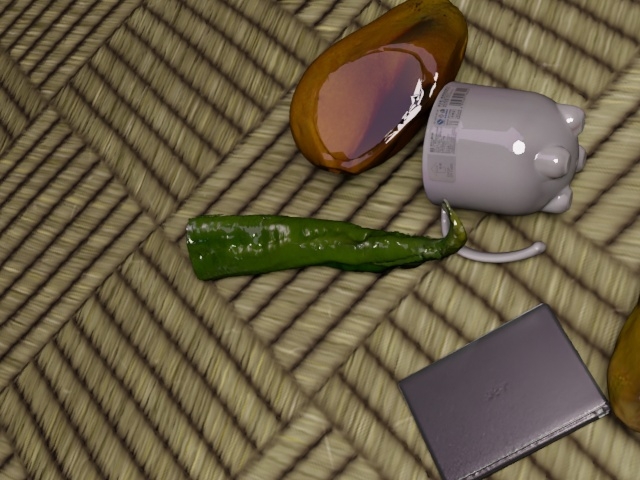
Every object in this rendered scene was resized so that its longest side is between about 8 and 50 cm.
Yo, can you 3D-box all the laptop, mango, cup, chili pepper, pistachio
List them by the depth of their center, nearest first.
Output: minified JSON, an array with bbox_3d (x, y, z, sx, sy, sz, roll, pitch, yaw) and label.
[{"bbox_3d":[0.333,0.093,0.728,0.110,0.100,0.189,26,82,10],"label":"pistachio"},{"bbox_3d":[0.181,0.158,0.815,0.180,0.016,0.129,-30,60,10],"label":"laptop"},{"bbox_3d":[0.190,-0.073,0.839,0.142,0.134,0.173,13,74,26],"label":"cup"},{"bbox_3d":[0.070,-0.176,0.915,0.236,0.166,0.136,-44,84,9],"label":"mango"},{"bbox_3d":[0.000,0.000,0.923,0.359,0.076,0.084,-4,103,28],"label":"chili pepper"}]
